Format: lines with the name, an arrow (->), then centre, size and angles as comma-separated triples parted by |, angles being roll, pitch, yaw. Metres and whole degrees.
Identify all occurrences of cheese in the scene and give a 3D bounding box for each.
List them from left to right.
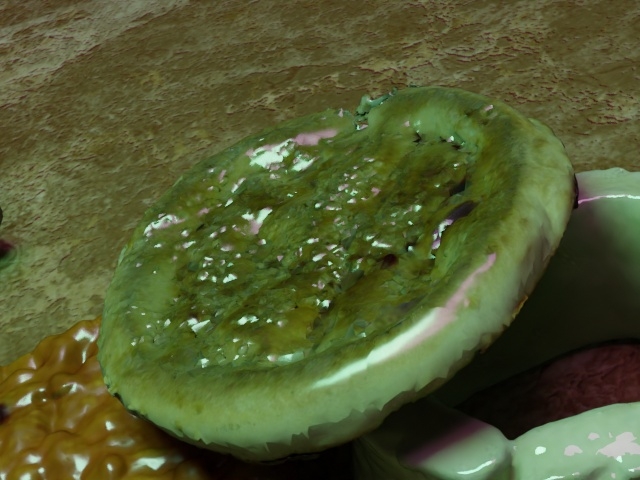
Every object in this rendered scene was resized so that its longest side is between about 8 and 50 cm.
cheese -> 0.174, 0.101, 0.871 | 0.332, 0.153, 0.292 | -21, 39, -2

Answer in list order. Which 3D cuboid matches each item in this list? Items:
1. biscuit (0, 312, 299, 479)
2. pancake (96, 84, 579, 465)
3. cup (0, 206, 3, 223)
biscuit -> -0.172, 0.186, 0.939 | 0.312, 0.110, 0.318 | -21, 38, -1
pancake -> 0.001, 0.001, 0.898 | 0.382, 0.071, 0.382 | -20, 31, 13
cup -> -0.438, -0.062, 1.225 | 0.252, 0.200, 0.191 | 14, 62, 13
